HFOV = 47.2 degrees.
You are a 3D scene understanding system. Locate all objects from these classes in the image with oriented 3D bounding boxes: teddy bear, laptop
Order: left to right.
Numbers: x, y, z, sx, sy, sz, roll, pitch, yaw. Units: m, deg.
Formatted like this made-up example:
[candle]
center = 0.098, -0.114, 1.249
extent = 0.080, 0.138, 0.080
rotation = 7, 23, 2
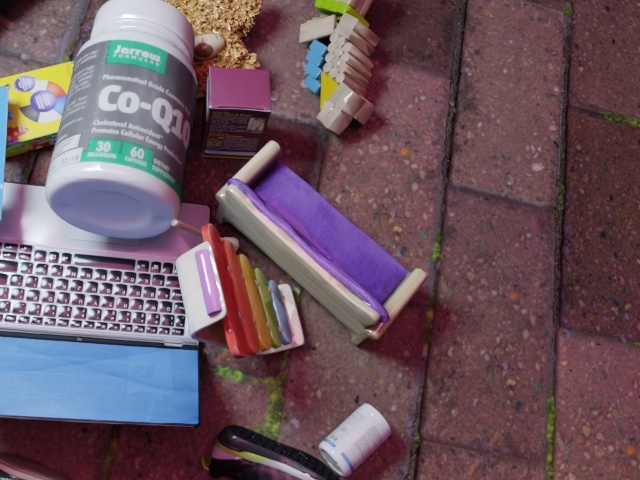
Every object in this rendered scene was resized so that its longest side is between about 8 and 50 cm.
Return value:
[laptop]
center = -0.361, 0.074, 1.106
extent = 0.381, 0.236, 0.408
rotation = 7, 70, -12
[teddy bear]
center = -0.224, -0.434, 1.384
extent = 0.245, 0.113, 0.338
rotation = 8, 69, -8

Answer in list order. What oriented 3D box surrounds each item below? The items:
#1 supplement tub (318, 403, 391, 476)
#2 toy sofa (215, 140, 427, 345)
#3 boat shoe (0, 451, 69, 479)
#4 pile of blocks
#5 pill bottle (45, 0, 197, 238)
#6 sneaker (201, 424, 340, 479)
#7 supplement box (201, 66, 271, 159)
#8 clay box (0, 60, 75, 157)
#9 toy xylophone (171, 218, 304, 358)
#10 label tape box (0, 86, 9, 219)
[supplement tub]
center = 0.057, 0.329, 1.207
extent = 0.107, 0.071, 0.071
rotation = -37, 83, -22
[toy sofa]
center = 0.000, 0.000, 1.251
extent = 0.362, 0.177, 0.150
rotation = 41, 68, 4
[boat shoe]
center = -0.478, 0.351, 1.072
extent = 0.233, 0.084, 0.079
rotation = 17, 82, -7
[pile of blocks]
center = 0.046, -0.371, 1.445
extent = 0.112, 0.148, 0.362
rotation = 22, 71, -52
[pill bottle]
center = -0.308, -0.203, 1.184
extent = 0.204, 0.204, 0.361
rotation = 7, 62, -11
[sneaker]
center = -0.075, 0.378, 1.169
extent = 0.234, 0.084, 0.097
rotation = 26, 91, -3
[supplement box]
center = -0.151, -0.218, 1.283
extent = 0.104, 0.188, 0.081
rotation = 1, 71, -13
[clay box]
center = -0.472, -0.236, 1.285
extent = 0.222, 0.053, 0.127
rotation = -21, 78, -18
[toy xylophone]
center = -0.134, 0.075, 1.150
extent = 0.081, 0.322, 0.236
rotation = -21, 77, 14
[label tape box]
center = -0.677, -0.138, 1.128
extent = 0.347, 0.115, 0.249
rotation = -6, 72, 2
